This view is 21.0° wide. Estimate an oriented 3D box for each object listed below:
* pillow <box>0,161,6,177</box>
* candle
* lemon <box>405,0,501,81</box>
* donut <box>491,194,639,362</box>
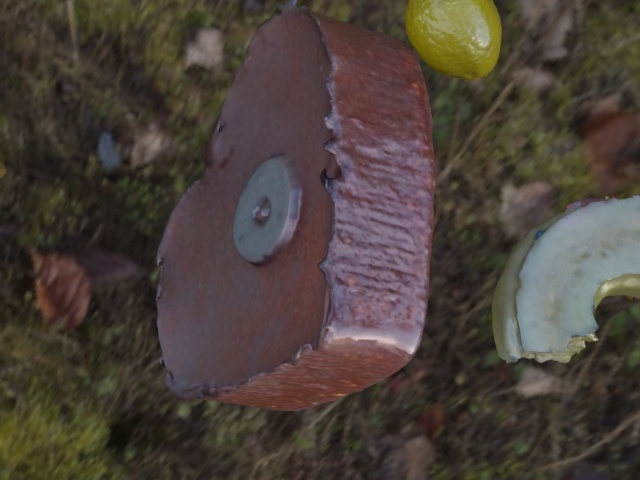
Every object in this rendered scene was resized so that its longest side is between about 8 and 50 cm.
[{"bbox_3d":[-0.392,-0.020,1.084,0.310,0.119,0.312,37,63,-20],"label":"pillow"},{"bbox_3d":[0.000,0.000,1.289,0.131,0.287,0.317,12,111,-26],"label":"candle"},{"bbox_3d":[0.090,-0.150,1.188,0.065,0.065,0.092,-38,104,-25],"label":"lemon"},{"bbox_3d":[0.182,0.029,1.030,0.166,0.065,0.108,-1,66,-2],"label":"donut"}]
